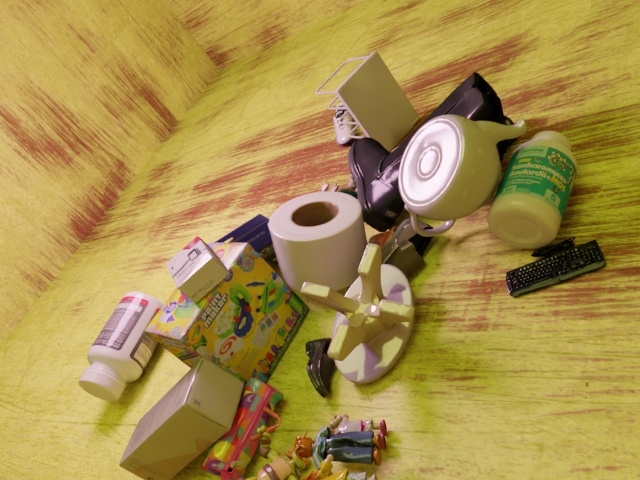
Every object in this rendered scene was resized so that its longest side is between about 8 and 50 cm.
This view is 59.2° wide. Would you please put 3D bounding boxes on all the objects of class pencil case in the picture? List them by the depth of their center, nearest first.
[{"bbox_3d":[-0.171,0.429,1.266,0.105,0.104,0.236,-9,43,40],"label":"pencil case"}]

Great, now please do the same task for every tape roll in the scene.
[{"bbox_3d":[0.000,0.000,1.484,0.246,0.169,0.246,-8,33,5],"label":"tape roll"}]

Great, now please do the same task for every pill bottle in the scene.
[{"bbox_3d":[0.474,-0.121,1.240,0.146,0.146,0.264,-3,47,44],"label":"pill bottle"},{"bbox_3d":[-0.616,0.334,1.772,0.176,0.176,0.318,-13,40,36],"label":"pill bottle"}]

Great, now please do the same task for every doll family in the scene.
[{"bbox_3d":[0.027,0.409,1.030,0.163,0.118,0.262,-8,39,16],"label":"doll family"}]

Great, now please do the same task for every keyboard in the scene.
[{"bbox_3d":[0.467,0.043,1.147,0.192,0.038,0.100,-24,35,22],"label":"keyboard"}]

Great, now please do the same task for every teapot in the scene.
[{"bbox_3d":[0.310,-0.146,1.271,0.256,0.187,0.252,-8,69,58],"label":"teapot"}]

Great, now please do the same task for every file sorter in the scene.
[{"bbox_3d":[0.152,-0.445,1.864,0.193,0.277,0.173,-48,28,-13],"label":"file sorter"}]

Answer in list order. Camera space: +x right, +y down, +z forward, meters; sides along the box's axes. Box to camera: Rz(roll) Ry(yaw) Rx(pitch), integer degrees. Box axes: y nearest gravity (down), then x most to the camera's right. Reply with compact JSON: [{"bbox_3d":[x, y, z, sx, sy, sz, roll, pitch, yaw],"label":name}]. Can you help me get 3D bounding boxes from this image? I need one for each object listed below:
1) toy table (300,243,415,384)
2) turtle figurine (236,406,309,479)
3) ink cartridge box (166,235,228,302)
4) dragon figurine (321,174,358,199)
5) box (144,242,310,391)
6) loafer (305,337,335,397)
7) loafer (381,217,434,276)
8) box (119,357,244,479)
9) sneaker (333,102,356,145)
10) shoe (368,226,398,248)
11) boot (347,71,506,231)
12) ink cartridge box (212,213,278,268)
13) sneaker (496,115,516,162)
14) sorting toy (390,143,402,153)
[{"bbox_3d":[0.096,0.156,1.205,0.252,0.161,0.274,-1,64,24],"label":"toy table"},{"bbox_3d":[-0.110,0.477,1.140,0.217,0.087,0.269,-26,44,-22],"label":"turtle figurine"},{"bbox_3d":[-0.298,0.067,1.352,0.109,0.063,0.150,-43,32,-5],"label":"ink cartridge box"},{"bbox_3d":[0.051,-0.082,1.687,0.085,0.144,0.289,11,77,50],"label":"dragon figurine"},{"bbox_3d":[-0.227,0.201,1.439,0.177,0.279,0.289,0,49,46],"label":"box"},{"bbox_3d":[0.005,0.286,1.301,0.061,0.062,0.170,-28,35,10],"label":"loafer"},{"bbox_3d":[0.200,0.040,1.372,0.087,0.094,0.251,-3,47,50],"label":"loafer"},{"bbox_3d":[-0.323,0.425,1.305,0.311,0.121,0.148,-44,18,31],"label":"box"},{"bbox_3d":[0.082,-0.432,2.096,0.085,0.086,0.237,-26,36,19],"label":"sneaker"},{"bbox_3d":[0.167,0.034,1.441,0.081,0.063,0.178,-28,29,27],"label":"shoe"},{"bbox_3d":[0.269,-0.283,1.521,0.445,0.146,0.366,-48,35,35],"label":"boot"},{"bbox_3d":[-0.224,0.052,1.635,0.304,0.307,0.072,-32,75,11],"label":"ink cartridge box"},{"bbox_3d":[0.451,-0.260,1.483,0.135,0.097,0.276,-25,33,27],"label":"sneaker"},{"bbox_3d":[0.319,-0.285,1.709,0.208,0.038,0.193,-34,32,10],"label":"sorting toy"}]
